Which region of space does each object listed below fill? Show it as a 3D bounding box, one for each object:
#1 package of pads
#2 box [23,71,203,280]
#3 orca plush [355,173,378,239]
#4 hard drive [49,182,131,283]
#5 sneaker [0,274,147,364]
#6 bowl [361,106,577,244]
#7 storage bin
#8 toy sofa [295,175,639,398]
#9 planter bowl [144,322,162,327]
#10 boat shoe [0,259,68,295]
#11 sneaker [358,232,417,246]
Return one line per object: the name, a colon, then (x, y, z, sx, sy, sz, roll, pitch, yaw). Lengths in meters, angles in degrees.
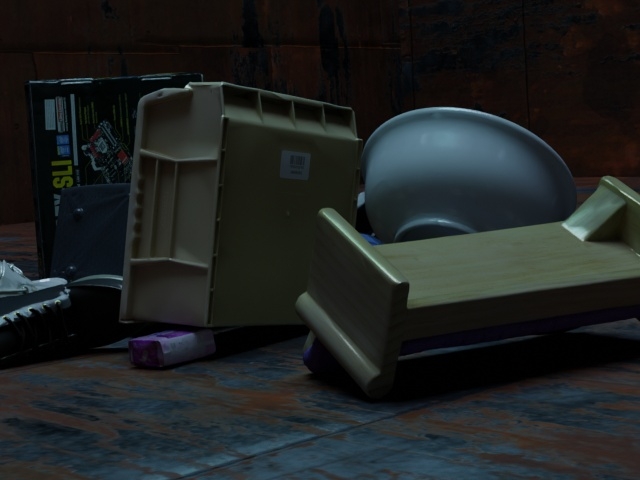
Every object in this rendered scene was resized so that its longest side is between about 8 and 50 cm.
package of pads: (-0.154, 0.110, 1.437, 0.050, 0.032, 0.083, -3, 4, 38)
box: (-0.292, -0.081, 2.028, 0.257, 0.322, 0.079, -6, 7, -17)
orca plush: (0.081, -0.042, 2.561, 0.287, 0.151, 0.102, 1, 37, 14)
hard drive: (-0.245, 0.009, 1.903, 0.254, 0.172, 0.054, 1, -12, 19)
sneaker: (-0.296, 0.098, 1.503, 0.222, 0.083, 0.118, -10, 12, 8)
bowl: (0.179, -0.028, 1.821, 0.298, 0.298, 0.134, -1, 50, 28)
storage bin: (-0.081, -0.033, 1.546, 0.123, 0.260, 0.262, 5, 1, 36)
toy sofa: (0.168, 0.061, 1.308, 0.362, 0.177, 0.150, -6, 31, -28)
planter bowl: (-0.150, 0.035, 1.687, 0.090, 0.217, 0.217, 34, -6, -16)
boat shoe: (-0.419, 0.063, 1.775, 0.098, 0.096, 0.277, -1, 6, 30)
sneaker: (0.101, 0.053, 1.704, 0.221, 0.083, 0.087, 5, 37, -46)
